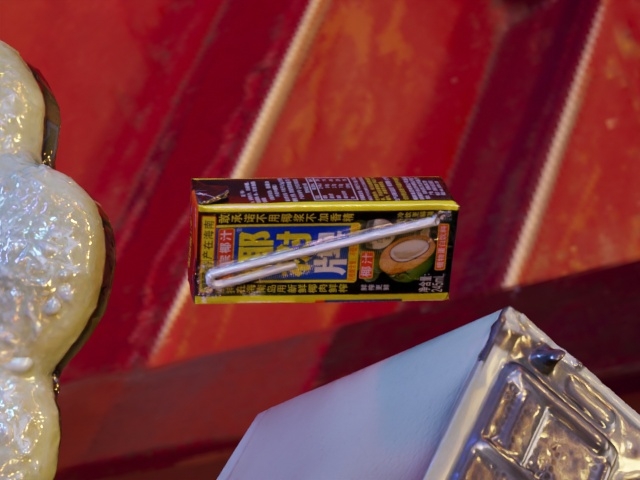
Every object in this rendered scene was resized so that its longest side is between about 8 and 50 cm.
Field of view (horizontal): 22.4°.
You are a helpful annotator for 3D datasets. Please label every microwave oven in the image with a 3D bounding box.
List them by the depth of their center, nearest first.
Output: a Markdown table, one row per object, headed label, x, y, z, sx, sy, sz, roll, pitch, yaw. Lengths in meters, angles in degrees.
| label | x | y | z | sx | sy | sz | roll | pitch | yaw |
| --- | --- | --- | --- | --- | --- | --- | --- | --- | --- |
| microwave oven | 0.116 | 0.281 | 0.938 | 0.394 | 0.333 | 0.247 | 40 | 58 | -14 |

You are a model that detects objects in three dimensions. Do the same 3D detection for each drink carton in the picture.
| label | x | y | z | sx | sy | sz | roll | pitch | yaw |
| --- | --- | --- | --- | --- | --- | --- | --- | --- | --- |
| drink carton | 0.000 | 0.000 | 1.024 | 0.165 | 0.056 | 0.071 | -2 | 114 | -11 |

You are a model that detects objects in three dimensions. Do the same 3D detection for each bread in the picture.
| label | x | y | z | sx | sy | sz | roll | pitch | yaw |
| --- | --- | --- | --- | --- | --- | --- | --- | --- | --- |
| bread | -0.190 | 0.002 | 0.713 | 0.056 | 0.286 | 0.207 | 23 | 95 | -51 |
